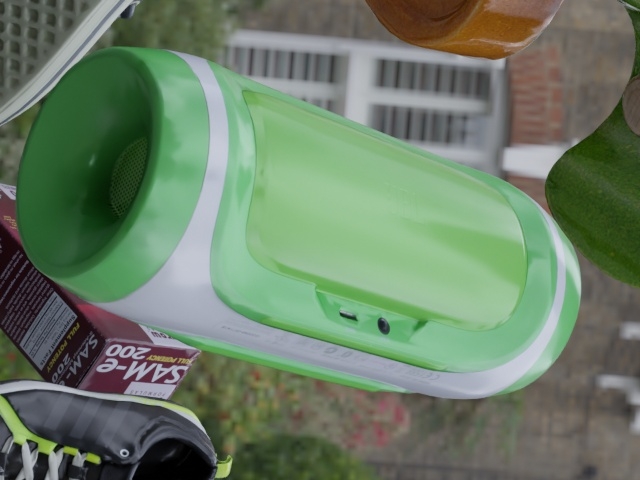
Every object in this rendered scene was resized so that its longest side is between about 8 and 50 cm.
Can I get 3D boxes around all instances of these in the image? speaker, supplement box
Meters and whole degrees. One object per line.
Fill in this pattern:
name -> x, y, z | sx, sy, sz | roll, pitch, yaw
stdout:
speaker -> 0.000, 0.000, 0.824 | 0.131, 0.297, 0.131 | -19, -117, 42
supplement box -> -0.228, 0.044, 1.432 | 0.073, 0.239, 0.130 | -55, 149, 14

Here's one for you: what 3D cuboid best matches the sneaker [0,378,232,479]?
sneaker -> -0.174, 0.157, 1.223 | 0.097, 0.235, 0.084 | 35, -61, 53

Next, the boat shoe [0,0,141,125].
boat shoe -> -0.196, -0.215, 1.155 | 0.186, 0.500, 0.156 | 55, 26, -8

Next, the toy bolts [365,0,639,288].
toy bolts -> 0.134, -0.129, 0.502 | 0.218, 0.159, 0.228 | 44, -46, 44
